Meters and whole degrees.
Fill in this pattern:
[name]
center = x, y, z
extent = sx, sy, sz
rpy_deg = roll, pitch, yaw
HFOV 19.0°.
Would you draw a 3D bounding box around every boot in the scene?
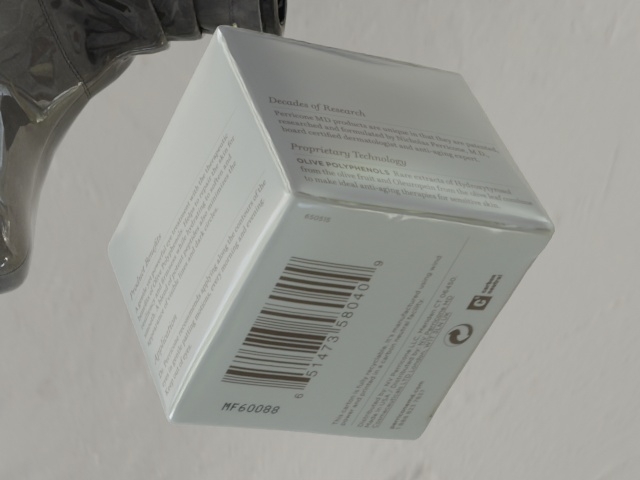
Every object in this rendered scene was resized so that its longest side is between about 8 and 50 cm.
[boot]
center = -0.128, -0.124, 1.174
extent = 0.223, 0.118, 0.338
rpy_deg = -5, -122, 0

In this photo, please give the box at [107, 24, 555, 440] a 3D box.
[box]
center = 0.000, 0.000, 0.627
extent = 0.102, 0.101, 0.087
rpy_deg = 7, -142, -31
